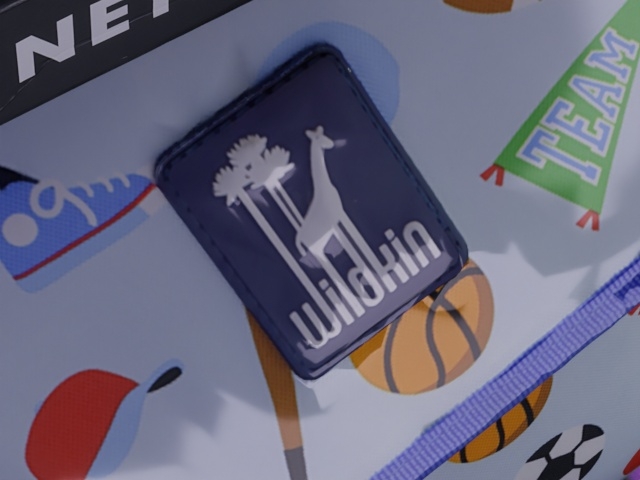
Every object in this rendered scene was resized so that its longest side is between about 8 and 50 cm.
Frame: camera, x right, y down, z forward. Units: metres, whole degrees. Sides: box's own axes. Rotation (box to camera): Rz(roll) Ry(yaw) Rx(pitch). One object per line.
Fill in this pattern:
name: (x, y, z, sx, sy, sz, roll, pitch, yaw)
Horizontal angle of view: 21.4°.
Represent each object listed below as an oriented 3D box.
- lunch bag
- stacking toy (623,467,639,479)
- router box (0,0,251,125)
lunch bag: (0.000, 0.000, 0.640, 0.328, 0.239, 0.385, -37, 146, -2)
stacking toy: (0.132, 0.126, 0.822, 0.302, 0.166, 0.175, -48, 135, 7)
router box: (-0.059, -0.113, 0.417, 0.179, 0.133, 0.046, -29, 158, -21)
